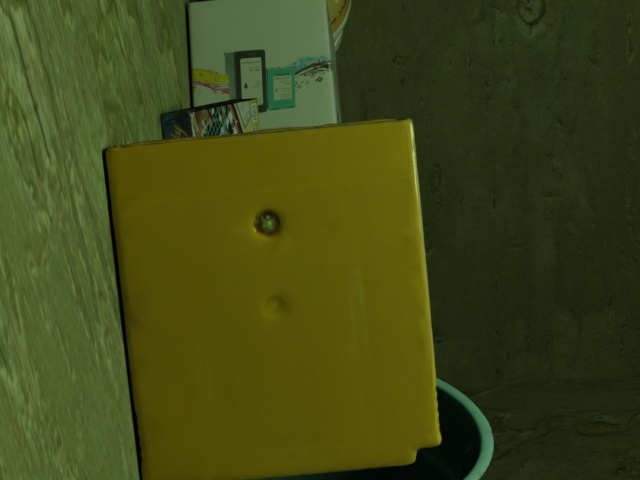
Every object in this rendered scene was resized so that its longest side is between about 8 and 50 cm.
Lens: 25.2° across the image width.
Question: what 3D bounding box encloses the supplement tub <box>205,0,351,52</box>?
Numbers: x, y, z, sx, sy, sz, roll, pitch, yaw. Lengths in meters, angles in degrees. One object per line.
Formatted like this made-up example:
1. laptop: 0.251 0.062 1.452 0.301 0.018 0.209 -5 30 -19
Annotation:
1. supplement tub: -0.071 -0.408 2.170 0.316 0.228 0.228 79 6 -63

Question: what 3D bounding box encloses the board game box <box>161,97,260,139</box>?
1. board game box: -0.121 -0.044 1.742 0.165 0.042 0.243 -22 109 -62

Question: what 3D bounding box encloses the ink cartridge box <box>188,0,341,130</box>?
1. ink cartridge box: -0.072 -0.186 2.024 0.198 0.197 0.270 74 12 -74

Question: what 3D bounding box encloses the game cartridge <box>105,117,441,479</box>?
1. game cartridge: -0.041 0.059 1.332 0.052 0.285 0.323 -85 170 -82

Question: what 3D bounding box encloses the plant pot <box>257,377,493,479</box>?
1. plant pot: -0.001 0.344 1.529 0.341 0.341 0.334 -89 -179 -67
